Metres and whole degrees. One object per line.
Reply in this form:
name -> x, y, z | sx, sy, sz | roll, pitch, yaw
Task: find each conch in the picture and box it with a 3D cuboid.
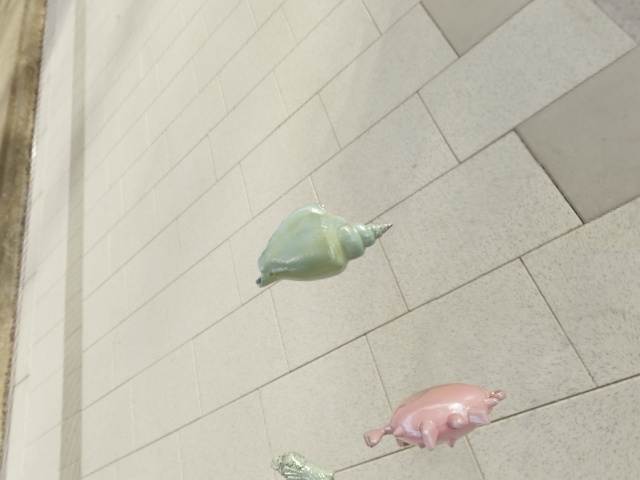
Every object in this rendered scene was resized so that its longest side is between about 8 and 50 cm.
conch -> 0.002, 0.005, 0.482 | 0.180, 0.088, 0.065 | -20, 31, -5

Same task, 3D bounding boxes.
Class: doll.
doll -> 0.201, 0.314, 0.726 | 0.261, 0.211, 0.093 | -21, 76, -1

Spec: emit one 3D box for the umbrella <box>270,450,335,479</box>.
umbrella -> -0.039, 0.495, 0.872 | 0.143, 0.067, 0.062 | 12, 98, 14
